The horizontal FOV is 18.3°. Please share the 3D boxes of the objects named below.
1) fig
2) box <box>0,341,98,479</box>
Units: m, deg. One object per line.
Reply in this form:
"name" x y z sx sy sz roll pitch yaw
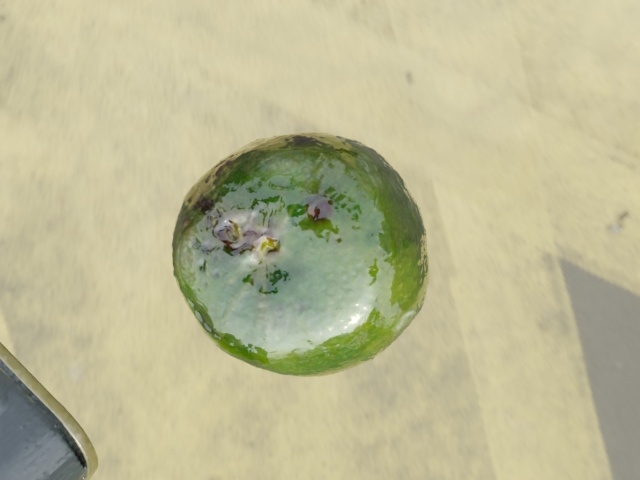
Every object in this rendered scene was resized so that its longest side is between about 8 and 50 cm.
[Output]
"fig" 0.000 0.000 1.622 0.203 0.235 0.203 3 102 14
"box" -0.196 0.102 0.929 0.144 0.201 0.090 45 63 1
